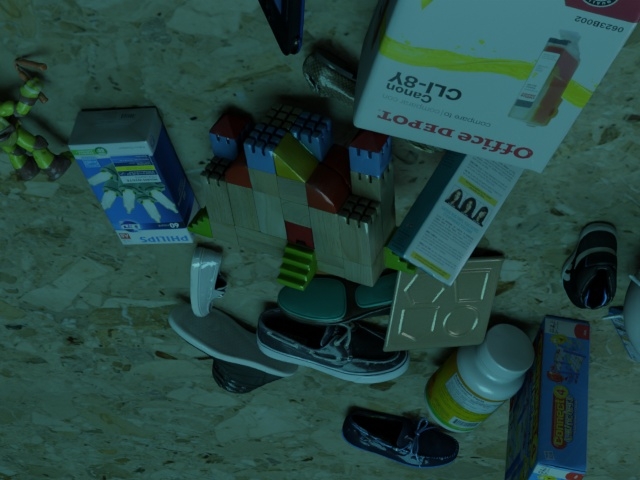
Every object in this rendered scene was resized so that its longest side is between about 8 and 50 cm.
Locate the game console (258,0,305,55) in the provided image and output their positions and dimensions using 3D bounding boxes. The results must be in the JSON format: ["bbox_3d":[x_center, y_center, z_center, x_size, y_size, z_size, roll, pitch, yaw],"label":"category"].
[{"bbox_3d":[-0.132,-0.387,1.315,0.174,0.250,0.293,-14,146,-13],"label":"game console"}]

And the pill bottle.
[{"bbox_3d":[0.306,0.259,2.102,0.136,0.136,0.245,18,143,-11],"label":"pill bottle"}]

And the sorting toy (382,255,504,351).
[{"bbox_3d":[0.212,0.108,1.930,0.193,0.038,0.208,-2,127,-17],"label":"sorting toy"}]

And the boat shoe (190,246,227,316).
[{"bbox_3d":[-0.204,0.080,2.048,0.063,0.066,0.184,8,134,3],"label":"boat shoe"}]

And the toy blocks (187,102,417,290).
[{"bbox_3d":[-0.038,-0.087,1.675,0.382,0.190,0.260,16,141,21],"label":"toy blocks"}]

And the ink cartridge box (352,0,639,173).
[{"bbox_3d":[0.223,-0.282,1.373,0.279,0.160,0.384,14,144,-6],"label":"ink cartridge box"}]

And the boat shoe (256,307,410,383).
[{"bbox_3d":[0.025,0.189,2.109,0.301,0.108,0.102,13,146,7],"label":"boat shoe"}]

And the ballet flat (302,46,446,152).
[{"bbox_3d":[0.079,-0.191,1.589,0.250,0.084,0.058,30,110,-19],"label":"ballet flat"}]

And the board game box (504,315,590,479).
[{"bbox_3d":[0.419,0.350,2.056,0.086,0.308,0.302,10,143,2],"label":"board game box"}]

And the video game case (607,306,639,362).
[{"bbox_3d":[0.594,0.189,1.994,0.119,0.015,0.166,24,160,44],"label":"video game case"}]

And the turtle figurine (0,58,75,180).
[{"bbox_3d":[-0.488,-0.180,1.733,0.270,0.087,0.217,-13,138,28],"label":"turtle figurine"}]

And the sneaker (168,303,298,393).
[{"bbox_3d":[-0.202,0.228,2.201,0.296,0.104,0.147,27,135,-29],"label":"sneaker"}]

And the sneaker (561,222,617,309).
[{"bbox_3d":[0.447,0.080,1.842,0.079,0.121,0.216,5,143,7],"label":"sneaker"}]

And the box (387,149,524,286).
[{"bbox_3d":[0.208,-0.063,1.623,0.101,0.244,0.060,32,180,-27],"label":"box"}]

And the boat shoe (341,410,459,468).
[{"bbox_3d":[0.175,0.434,2.396,0.259,0.109,0.089,6,140,1],"label":"boat shoe"}]

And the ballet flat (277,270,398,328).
[{"bbox_3d":[0.063,0.116,2.008,0.281,0.095,0.096,-5,153,19],"label":"ballet flat"}]

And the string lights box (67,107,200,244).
[{"bbox_3d":[-0.299,-0.101,1.807,0.134,0.076,0.259,-2,142,13],"label":"string lights box"}]

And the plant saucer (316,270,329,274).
[{"bbox_3d":[0.000,0.000,1.908,0.200,0.037,0.200,7,143,5],"label":"plant saucer"}]

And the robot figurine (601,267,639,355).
[{"bbox_3d":[0.649,0.127,1.792,0.354,0.199,0.299,12,128,-3],"label":"robot figurine"}]
